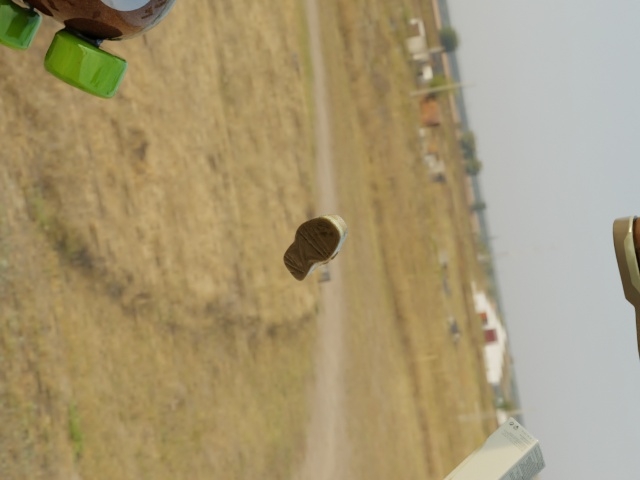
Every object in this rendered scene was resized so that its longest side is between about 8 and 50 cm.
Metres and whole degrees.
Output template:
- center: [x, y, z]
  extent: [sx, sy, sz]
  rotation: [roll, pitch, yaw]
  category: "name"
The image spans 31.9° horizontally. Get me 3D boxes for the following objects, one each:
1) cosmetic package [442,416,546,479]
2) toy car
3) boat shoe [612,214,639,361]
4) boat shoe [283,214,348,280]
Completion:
- center: [0.163, 0.233, 1.091]
  extent: [0.041, 0.115, 0.060]
  rotation: [41, -16, 38]
  category: "cosmetic package"
- center: [-0.180, -0.190, 0.665]
  extent: [0.155, 0.149, 0.188]
  rotation: [-63, 160, 8]
  category: "toy car"
- center: [0.453, 0.108, 1.398]
  extent: [0.111, 0.104, 0.307]
  rotation: [-48, 122, -57]
  category: "boat shoe"
- center: [0.000, 0.000, 1.228]
  extent: [0.050, 0.045, 0.135]
  rotation: [54, -30, 3]
  category: "boat shoe"
